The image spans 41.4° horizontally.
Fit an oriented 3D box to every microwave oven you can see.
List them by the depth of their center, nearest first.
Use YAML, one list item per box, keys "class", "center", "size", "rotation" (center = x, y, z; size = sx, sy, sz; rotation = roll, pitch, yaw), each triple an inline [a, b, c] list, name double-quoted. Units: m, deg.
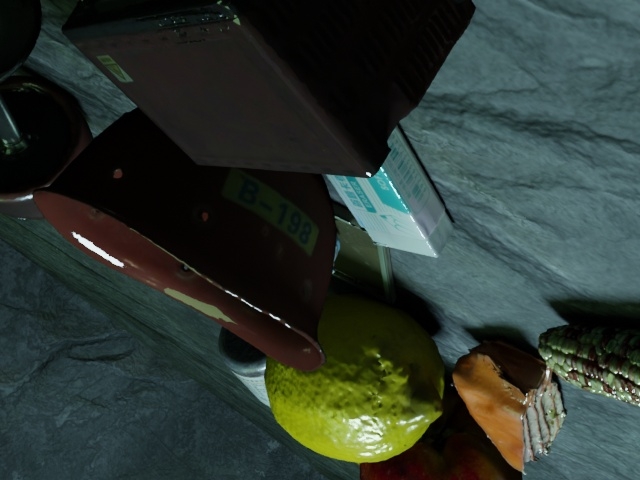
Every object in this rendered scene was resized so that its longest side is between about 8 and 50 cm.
- class: "microwave oven"
  center: [-0.045, -0.173, 0.634]
  size: [0.247, 0.178, 0.188]
  rotation: [9, 148, 49]

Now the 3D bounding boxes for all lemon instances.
- class: "lemon"
  center: [0.052, 0.203, 1.261]
  size: [0.320, 0.245, 0.245]
  rotation: [8, 148, 47]

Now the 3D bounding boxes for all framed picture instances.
- class: "framed picture"
  center: [-0.028, -0.019, 1.195]
  size: [0.289, 0.020, 0.211]
  rotation: [26, 159, 21]

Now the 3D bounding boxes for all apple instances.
- class: "apple"
  center: [0.201, 0.402, 1.429]
  size: [0.288, 0.288, 0.317]
  rotation: [20, 140, 34]

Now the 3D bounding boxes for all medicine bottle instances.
- class: "medicine bottle"
  center: [-0.073, 0.241, 1.648]
  size: [0.165, 0.165, 0.273]
  rotation: [20, 154, 34]

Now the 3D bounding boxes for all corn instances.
- class: "corn"
  center: [0.338, 0.135, 0.889]
  size: [0.086, 0.086, 0.253]
  rotation: [45, 158, -27]

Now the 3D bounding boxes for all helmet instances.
- class: "helmet"
  center: [-0.110, -0.036, 0.979]
  size: [0.385, 0.230, 0.337]
  rotation: [35, 163, -29]

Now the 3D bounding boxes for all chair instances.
- class: "chair"
  center: [-0.455, -0.191, 1.173]
  size: [0.226, 0.226, 0.401]
  rotation: [31, 160, 8]

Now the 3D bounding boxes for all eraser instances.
- class: "eraser"
  center: [0.057, -0.072, 0.895]
  size: [0.095, 0.052, 0.225]
  rotation: [13, 152, 41]

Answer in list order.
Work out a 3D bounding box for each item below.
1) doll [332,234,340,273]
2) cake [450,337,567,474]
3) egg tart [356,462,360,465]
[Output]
- class: "doll"
  center: [0.000, -0.001, 1.115]
  size: [0.057, 0.039, 0.114]
  rotation: [-7, 133, 17]
- class: "cake"
  center: [0.277, 0.237, 1.211]
  size: [0.135, 0.098, 0.287]
  rotation: [16, 149, 37]
- class: "egg tart"
  center: [0.144, 0.460, 1.895]
  size: [0.290, 0.115, 0.290]
  rotation: [31, 159, 13]
